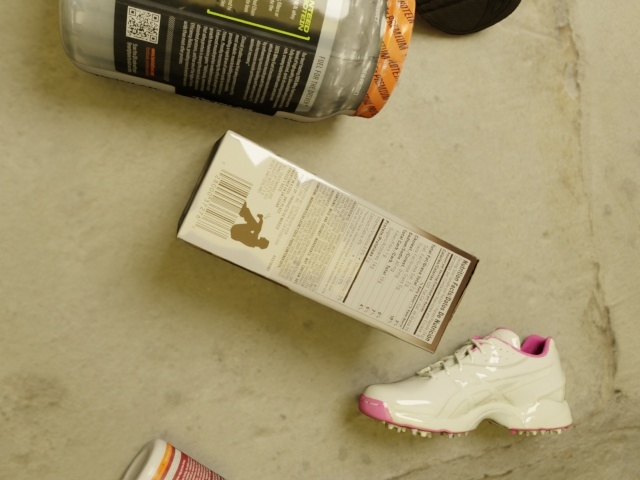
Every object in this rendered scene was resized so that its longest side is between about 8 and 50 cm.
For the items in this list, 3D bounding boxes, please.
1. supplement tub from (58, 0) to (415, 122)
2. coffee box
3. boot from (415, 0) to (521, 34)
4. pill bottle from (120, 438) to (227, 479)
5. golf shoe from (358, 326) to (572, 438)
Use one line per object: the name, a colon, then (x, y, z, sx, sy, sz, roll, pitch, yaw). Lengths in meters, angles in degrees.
supplement tub: (-0.078, -0.233, 0.558, 0.316, 0.193, 0.193, 11, 94, -14)
coffee box: (0.000, 0.000, 0.618, 0.297, 0.168, 0.119, 25, 90, -16)
boot: (0.111, -0.432, 0.587, 0.377, 0.138, 0.284, 26, 54, -51)
pill bottle: (-0.159, 0.311, 0.654, 0.152, 0.086, 0.086, 39, 86, -14)
golf shoe: (0.193, 0.184, 0.727, 0.306, 0.115, 0.140, 5, 84, -21)
